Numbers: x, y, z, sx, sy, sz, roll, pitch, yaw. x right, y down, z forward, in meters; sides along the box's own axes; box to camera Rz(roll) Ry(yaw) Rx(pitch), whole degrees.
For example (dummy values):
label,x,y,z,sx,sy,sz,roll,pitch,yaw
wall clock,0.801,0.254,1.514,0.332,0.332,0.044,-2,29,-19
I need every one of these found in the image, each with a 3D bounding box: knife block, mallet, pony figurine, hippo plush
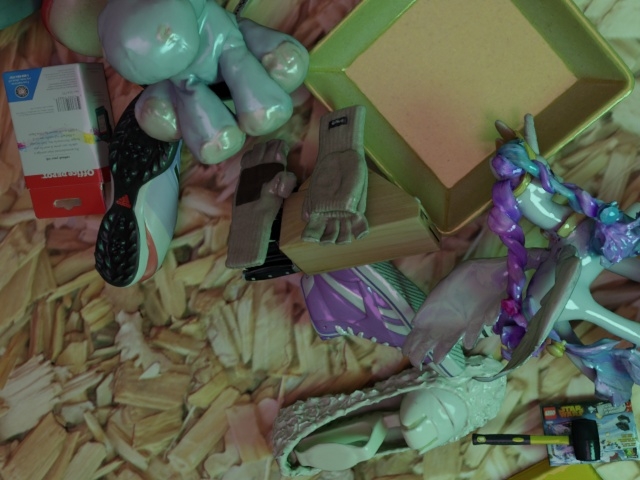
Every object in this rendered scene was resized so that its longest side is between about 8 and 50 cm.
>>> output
label,x,y,z,sx,sy,sz,roll,pitch,yaw
knife block,0.000,0.000,0.954,0.242,0.275,0.088,-48,137,-3
mallet,0.333,0.299,1.030,0.189,0.039,0.063,3,76,17
pony figurine,0.304,0.059,0.867,0.363,0.302,0.351,33,78,-16
hippo plush,-0.147,-0.266,0.834,0.234,0.236,0.295,6,75,14

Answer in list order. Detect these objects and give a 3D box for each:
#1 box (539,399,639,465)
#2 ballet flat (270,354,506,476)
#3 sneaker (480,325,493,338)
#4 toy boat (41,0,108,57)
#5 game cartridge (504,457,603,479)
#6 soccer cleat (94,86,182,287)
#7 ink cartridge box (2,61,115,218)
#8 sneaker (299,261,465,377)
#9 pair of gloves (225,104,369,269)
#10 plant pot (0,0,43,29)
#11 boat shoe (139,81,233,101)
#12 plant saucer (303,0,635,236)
label,x,y,z,sx,sy,sz,roll,pitch,yaw
box,0.421,0.299,1.042,0.136,0.027,0.094,-8,76,12
ballet flat,0.107,0.301,1.063,0.408,0.147,0.147,-19,101,13
sneaker,0.254,0.103,1.038,0.043,0.040,0.109,2,109,-8
toy boat,-0.326,-0.390,0.968,0.151,0.151,0.231,40,110,30
game cartridge,0.399,0.537,1.121,0.285,0.053,0.324,-34,94,16
soccer cleat,-0.266,-0.084,1.039,0.108,0.116,0.319,20,104,17
ink cartridge box,-0.401,-0.157,1.056,0.134,0.078,0.231,-4,104,11
sneaker,0.088,0.130,1.045,0.282,0.102,0.161,47,111,7
pair of gloves,-0.033,-0.068,0.928,0.240,0.042,0.204,-17,58,32
plant pot,-0.503,-0.402,0.927,0.292,0.293,0.196,-10,130,12
boat shoe,-0.174,-0.250,0.994,0.232,0.079,0.084,6,109,10
plant saucer,0.194,-0.231,0.934,0.332,0.081,0.333,-41,95,16
